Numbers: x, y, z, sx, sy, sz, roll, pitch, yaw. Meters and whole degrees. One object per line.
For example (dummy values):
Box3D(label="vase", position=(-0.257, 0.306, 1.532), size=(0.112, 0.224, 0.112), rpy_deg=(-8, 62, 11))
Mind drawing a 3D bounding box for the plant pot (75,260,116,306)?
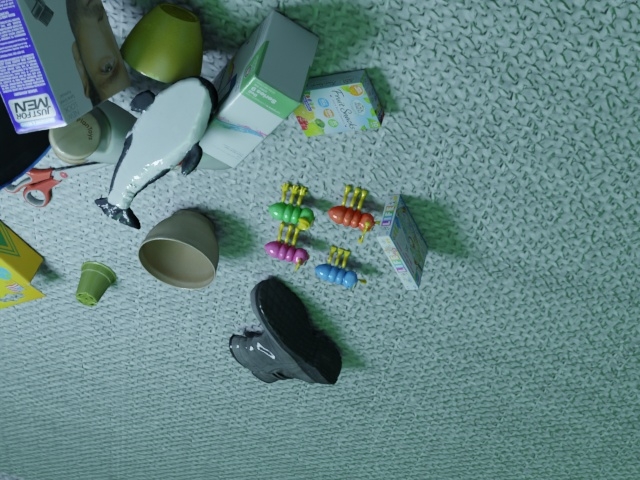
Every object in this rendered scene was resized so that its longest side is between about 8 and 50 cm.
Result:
Box3D(label="plant pot", position=(-0.510, 0.103, 2.262), size=(0.083, 0.079, 0.083), rpy_deg=(10, 142, 8))

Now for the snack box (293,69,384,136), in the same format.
Box3D(label="snack box", position=(0.024, -0.227, 1.682), size=(0.141, 0.037, 0.100), rpy_deg=(-5, 139, 25))

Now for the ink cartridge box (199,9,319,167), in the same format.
Box3D(label="ink cartridge box", position=(-0.106, -0.238, 1.618), size=(0.093, 0.154, 0.212), rpy_deg=(27, 142, -20))

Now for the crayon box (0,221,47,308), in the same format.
Box3D(label="crayon box", position=(-0.772, 0.024, 2.261), size=(0.202, 0.081, 0.318), rpy_deg=(-14, 133, 34))

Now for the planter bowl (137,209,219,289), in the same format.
Box3D(label="planter bowl", position=(-0.273, 0.009, 2.030), size=(0.162, 0.109, 0.162), rpy_deg=(10, 141, 8))

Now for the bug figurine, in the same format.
Box3D(label="bug figurine", position=(0.000, 0.000, 1.946), size=(0.216, 0.072, 0.279), rpy_deg=(15, 143, 3))

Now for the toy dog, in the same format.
Box3D(label="toy dog", position=(-0.311, -0.207, 1.725), size=(0.334, 0.160, 0.220), rpy_deg=(2, -179, -39))

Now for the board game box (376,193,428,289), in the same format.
Box3D(label="board game box", position=(0.153, 0.004, 1.867), size=(0.026, 0.103, 0.154), rpy_deg=(-6, 136, 27))

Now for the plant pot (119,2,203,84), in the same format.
Box3D(label="plant pot", position=(-0.240, -0.320, 1.609), size=(0.134, 0.134, 0.095), rpy_deg=(23, 115, -8))

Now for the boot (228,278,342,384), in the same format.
Box3D(label="boot", position=(-0.121, 0.221, 2.242), size=(0.223, 0.118, 0.338), rpy_deg=(-5, 133, 34))

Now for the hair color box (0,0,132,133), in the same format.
Box3D(label="hair color box", position=(-0.418, -0.349, 1.483), size=(0.110, 0.185, 0.338), rpy_deg=(-4, 116, 27))

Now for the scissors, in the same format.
Box3D(label="scissors", position=(-0.532, -0.135, 2.020), size=(0.297, 0.021, 0.109), rpy_deg=(-21, 127, 41))

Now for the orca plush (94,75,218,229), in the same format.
Box3D(label="orca plush", position=(-0.240, -0.144, 1.626), size=(0.151, 0.102, 0.287), rpy_deg=(32, 111, 18))

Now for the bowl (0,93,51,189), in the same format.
Box3D(label="bowl", position=(-0.555, -0.224, 1.631), size=(0.077, 0.391, 0.391), rpy_deg=(40, 149, 23))
